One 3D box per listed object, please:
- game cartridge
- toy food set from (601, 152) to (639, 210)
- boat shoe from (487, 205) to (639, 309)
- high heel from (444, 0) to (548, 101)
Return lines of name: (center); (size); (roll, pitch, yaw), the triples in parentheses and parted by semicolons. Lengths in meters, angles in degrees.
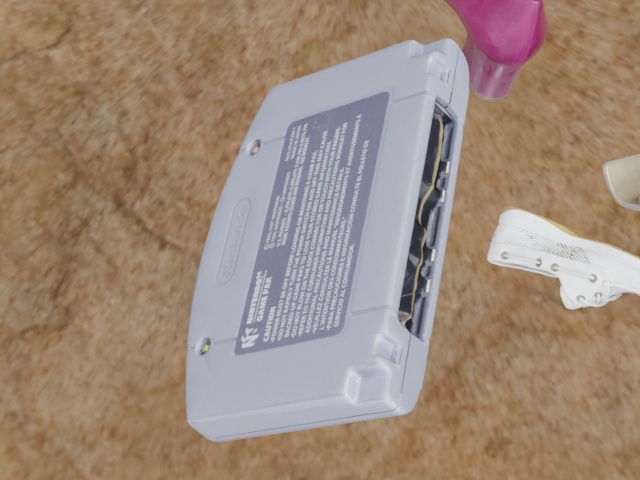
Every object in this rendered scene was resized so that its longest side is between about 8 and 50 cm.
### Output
game cartridge: (0.000, 0.000, 1.007); (0.196, 0.294, 0.060); (-11, 143, 35)
toy food set: (0.572, -0.093, 1.925); (0.219, 0.306, 0.092); (-12, 105, -34)
boat shoe: (0.340, 0.046, 1.801); (0.277, 0.098, 0.096); (24, 88, 32)
high heel: (0.187, -0.373, 1.809); (0.127, 0.181, 0.377); (-16, 63, -23)
